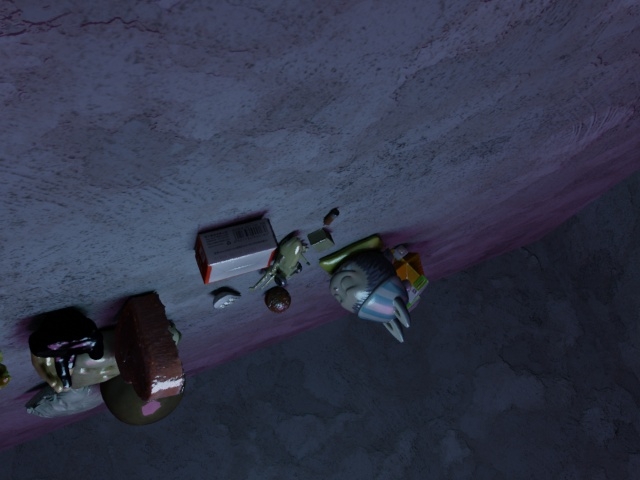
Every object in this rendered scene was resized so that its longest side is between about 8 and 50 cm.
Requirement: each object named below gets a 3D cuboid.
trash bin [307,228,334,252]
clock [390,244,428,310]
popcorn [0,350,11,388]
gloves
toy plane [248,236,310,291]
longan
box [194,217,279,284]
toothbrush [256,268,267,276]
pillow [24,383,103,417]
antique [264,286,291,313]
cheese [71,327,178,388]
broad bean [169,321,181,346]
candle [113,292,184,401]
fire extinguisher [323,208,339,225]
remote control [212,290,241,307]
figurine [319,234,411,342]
[{"bbox_3d":[0.000,0.000,1.840,0.060,0.043,0.092,-25,164,8],"label":"trash bin"},{"bbox_3d":[0.325,0.160,2.563,0.166,0.235,0.310,-34,161,-29],"label":"clock"},{"bbox_3d":[-0.885,0.330,1.517,0.195,0.174,0.168,-20,147,30],"label":"popcorn"},{"bbox_3d":[-0.676,0.295,1.649,0.197,0.152,0.301,-6,134,-32],"label":"gloves"},{"bbox_3d":[-0.103,0.065,1.812,0.242,0.104,0.256,-36,178,-35],"label":"toy plane"},{"bbox_3d":[-0.648,0.524,2.256,0.318,0.319,0.319,-21,166,-6],"label":"longan"},{"bbox_3d":[-0.208,0.022,1.497,0.182,0.099,0.133,-16,162,-19],"label":"box"},{"bbox_3d":[-0.201,0.075,1.836,0.037,0.028,0.375,-30,165,0],"label":"toothbrush"},{"bbox_3d":[-0.924,0.583,2.365,0.283,0.138,0.310,-31,161,28],"label":"pillow"},{"bbox_3d":[-0.157,0.225,2.307,0.104,0.104,0.104,-21,166,-6],"label":"antique"},{"bbox_3d":[-0.673,0.378,2.014,0.350,0.130,0.328,-8,157,-41],"label":"cheese"},{"bbox_3d":[-0.583,0.365,2.132,0.206,0.153,0.072,-28,120,6],"label":"broad bean"},{"bbox_3d":[-0.499,0.294,1.725,0.131,0.287,0.317,-6,-163,-35],"label":"candle"},{"bbox_3d":[0.028,-0.062,1.698,0.028,0.022,0.083,-50,-178,-33],"label":"fire extinguisher"},{"bbox_3d":[-0.321,0.198,2.077,0.073,0.044,0.229,-39,174,-1],"label":"remote control"},{"bbox_3d":[0.200,0.204,2.220,0.266,0.378,0.361,-29,163,23],"label":"figurine"}]
